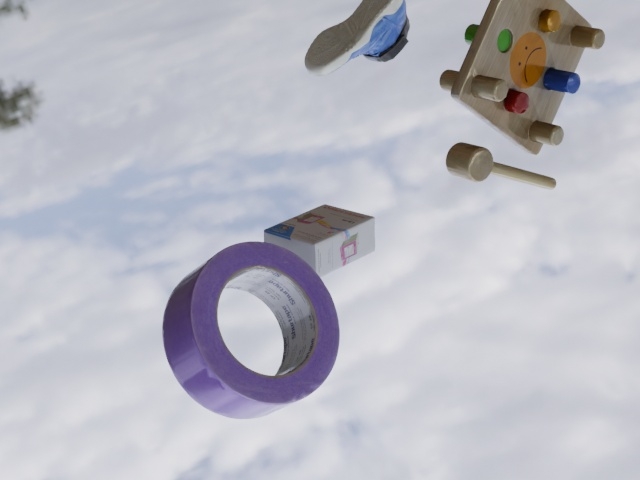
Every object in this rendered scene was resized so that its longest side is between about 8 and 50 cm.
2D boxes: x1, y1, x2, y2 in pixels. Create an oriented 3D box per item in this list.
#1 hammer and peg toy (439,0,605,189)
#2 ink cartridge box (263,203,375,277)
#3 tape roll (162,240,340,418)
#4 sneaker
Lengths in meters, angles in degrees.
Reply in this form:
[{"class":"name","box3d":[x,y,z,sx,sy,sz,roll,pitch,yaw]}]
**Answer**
[{"class":"hammer and peg toy","box3d":[0.321,-0.251,2.145,0.127,0.266,0.361,20,-95,45]},{"class":"ink cartridge box","box3d":[0.000,0.000,1.632,0.088,0.052,0.122,16,-154,37]},{"class":"tape roll","box3d":[-0.078,0.102,1.448,0.189,0.189,0.080,-33,-179,-37]},{"class":"sneaker","box3d":[0.049,-0.227,1.507,0.058,0.085,0.152,29,-111,36]}]
